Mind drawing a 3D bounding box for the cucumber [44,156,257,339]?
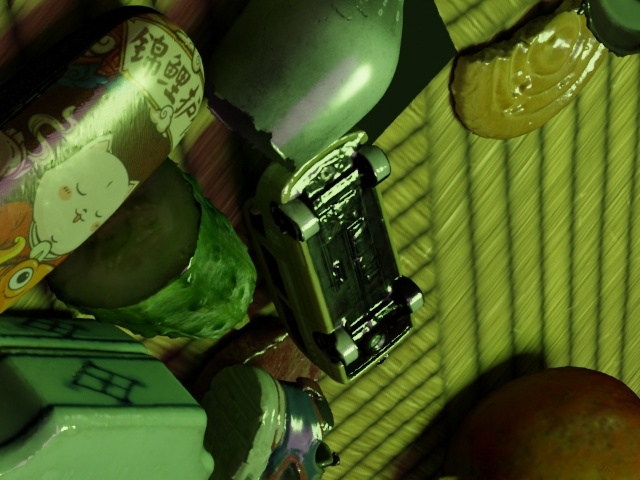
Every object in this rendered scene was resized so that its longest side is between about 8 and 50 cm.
[{"bbox_3d":[-0.110,0.023,1.364,0.134,0.134,0.244,-49,153,-3],"label":"cucumber"}]

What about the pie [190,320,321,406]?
[{"bbox_3d":[-0.060,0.132,1.623,0.154,0.036,0.154,-31,145,-25],"label":"pie"}]

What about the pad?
[{"bbox_3d":[0.051,-0.162,1.484,0.127,0.004,0.190,-46,150,-7],"label":"pad"}]

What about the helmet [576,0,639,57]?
[{"bbox_3d":[0.278,-0.311,1.453,0.305,0.177,0.225,-37,142,-8],"label":"helmet"}]

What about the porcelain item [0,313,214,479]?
[{"bbox_3d":[-0.245,0.197,1.334,0.286,0.157,0.281,5,121,-56],"label":"porcelain item"}]

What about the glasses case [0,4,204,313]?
[{"bbox_3d":[-0.209,-0.034,1.203,0.321,0.082,0.122,-43,147,-12],"label":"glasses case"}]

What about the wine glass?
[{"bbox_3d":[0.021,-0.170,1.319,0.241,0.126,0.126,-49,150,-8],"label":"wine glass"}]

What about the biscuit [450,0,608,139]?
[{"bbox_3d":[0.207,-0.158,1.663,0.224,0.033,0.144,-26,141,-33],"label":"biscuit"}]

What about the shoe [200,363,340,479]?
[{"bbox_3d":[-0.050,0.201,1.579,0.125,0.099,0.227,-9,131,-35],"label":"shoe"}]

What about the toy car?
[{"bbox_3d":[0.000,0.000,1.481,0.101,0.124,0.256,-39,138,-20],"label":"toy car"}]

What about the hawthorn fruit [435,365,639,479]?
[{"bbox_3d":[0.246,0.278,1.990,0.298,0.277,0.277,3,123,-28],"label":"hawthorn fruit"}]
